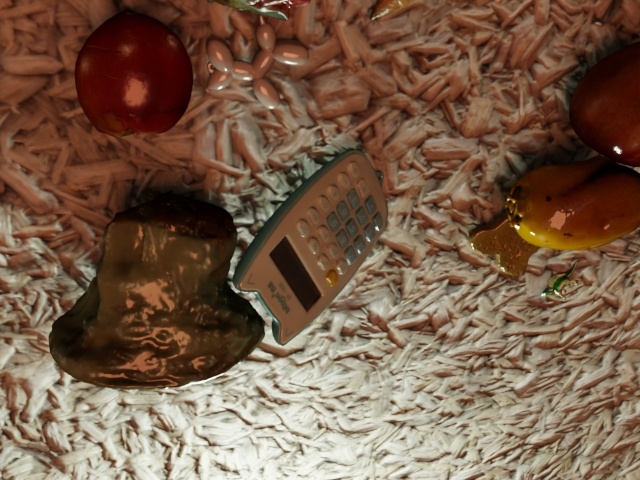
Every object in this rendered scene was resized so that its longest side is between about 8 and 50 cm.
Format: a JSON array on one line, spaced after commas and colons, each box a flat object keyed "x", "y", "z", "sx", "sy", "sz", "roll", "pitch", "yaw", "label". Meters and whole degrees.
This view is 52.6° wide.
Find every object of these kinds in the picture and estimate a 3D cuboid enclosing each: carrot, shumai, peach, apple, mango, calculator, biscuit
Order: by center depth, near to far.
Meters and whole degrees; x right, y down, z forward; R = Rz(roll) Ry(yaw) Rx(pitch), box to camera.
[{"x": -0.293, "y": -0.263, "z": 1.019, "sx": 0.197, "sy": 0.197, "sz": 0.197, "roll": -6, "pitch": 125, "yaw": -9, "label": "peach"}, {"x": 0.158, "y": -0.439, "z": 1.072, "sx": 0.205, "sy": 0.072, "sz": 0.072, "roll": -37, "pitch": 124, "yaw": 20, "label": "carrot"}, {"x": -0.294, "y": 0.075, "z": 1.193, "sx": 0.397, "sy": 0.324, "sz": 0.324, "roll": -2, "pitch": 109, "yaw": -18, "label": "shumai"}, {"x": 0.596, "y": -0.247, "z": 1.204, "sx": 0.233, "sy": 0.234, "sz": 0.234, "roll": -6, "pitch": 125, "yaw": -9, "label": "apple"}, {"x": 0.000, "y": 0.000, "z": 1.236, "sx": 0.386, "sy": 0.054, "sz": 0.256, "roll": -47, "pitch": 134, "yaw": -18, "label": "calculator"}, {"x": 0.514, "y": -0.069, "z": 1.293, "sx": 0.287, "sy": 0.153, "sz": 0.201, "roll": -8, "pitch": 112, "yaw": -8, "label": "mango"}, {"x": 0.477, "y": -0.056, "z": 1.409, "sx": 0.197, "sy": 0.049, "sz": 0.301, "roll": 35, "pitch": 111, "yaw": -29, "label": "biscuit"}]

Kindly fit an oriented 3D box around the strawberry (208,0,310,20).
[{"x": -0.124, "y": -0.489, "z": 0.852, "sx": 0.317, "sy": 0.295, "sz": 0.345, "roll": 14, "pitch": 103, "yaw": 6, "label": "strawberry"}]

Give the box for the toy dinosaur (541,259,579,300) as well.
[{"x": 0.581, "y": 0.096, "z": 1.553, "sx": 0.060, "sy": 0.029, "sz": 0.120, "roll": 22, "pitch": 115, "yaw": -6, "label": "toy dinosaur"}]

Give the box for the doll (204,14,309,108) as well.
[{"x": -0.120, "y": -0.300, "z": 1.099, "sx": 0.160, "sy": 0.059, "sz": 0.161, "roll": 27, "pitch": 115, "yaw": -27, "label": "doll"}]
